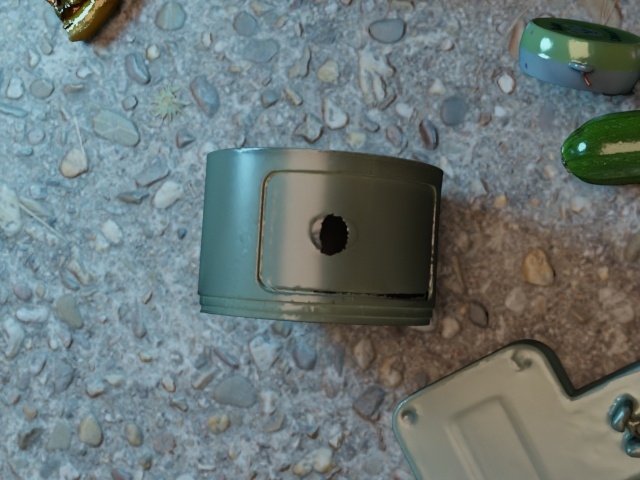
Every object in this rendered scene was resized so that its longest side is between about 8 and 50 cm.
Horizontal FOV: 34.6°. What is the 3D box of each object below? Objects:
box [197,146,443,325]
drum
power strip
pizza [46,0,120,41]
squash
[{"bbox_3d":[0.000,0.000,0.977,0.226,0.226,0.149,3,87,16],"label":"box"},{"bbox_3d":[0.313,-0.171,0.987,0.253,0.130,0.049,4,113,-11],"label":"drum"},{"bbox_3d":[0.222,0.202,0.950,0.261,0.141,0.229,-29,80,15],"label":"power strip"},{"bbox_3d":[-0.299,-0.332,1.173,0.193,0.053,0.201,14,91,16],"label":"pizza"},{"bbox_3d":[0.338,-0.084,0.966,0.219,0.068,0.077,6,77,17],"label":"squash"}]
